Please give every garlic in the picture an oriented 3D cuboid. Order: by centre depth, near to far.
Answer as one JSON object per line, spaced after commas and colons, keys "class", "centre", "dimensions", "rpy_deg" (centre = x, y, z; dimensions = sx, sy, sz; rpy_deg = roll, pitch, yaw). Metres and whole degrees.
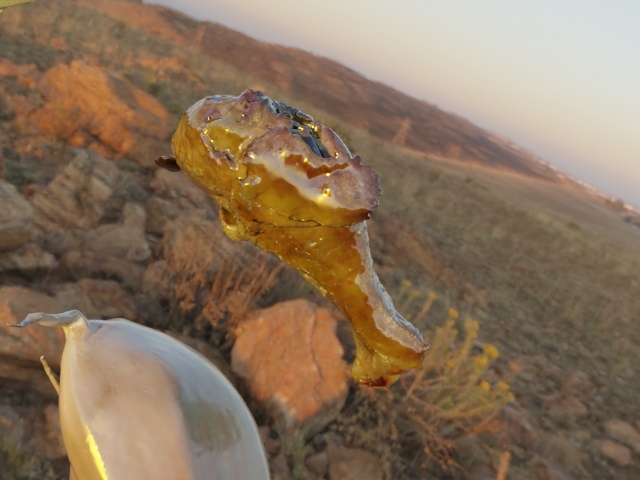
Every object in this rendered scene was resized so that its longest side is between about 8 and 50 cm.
{"class": "garlic", "centre": [-0.196, 0.234, 0.773], "dimensions": [0.340, 0.231, 0.246], "rpy_deg": [57, 23, 3]}

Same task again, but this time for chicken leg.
{"class": "chicken leg", "centre": [0.005, -0.013, 0.792], "dimensions": [0.361, 0.140, 0.211], "rpy_deg": [44, -26, -8]}

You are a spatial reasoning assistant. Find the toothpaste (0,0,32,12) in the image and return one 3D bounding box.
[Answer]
{"class": "toothpaste", "centre": [-0.247, -0.226, 0.350], "dimensions": [0.081, 0.067, 0.336], "rpy_deg": [-2, -19, 26]}
